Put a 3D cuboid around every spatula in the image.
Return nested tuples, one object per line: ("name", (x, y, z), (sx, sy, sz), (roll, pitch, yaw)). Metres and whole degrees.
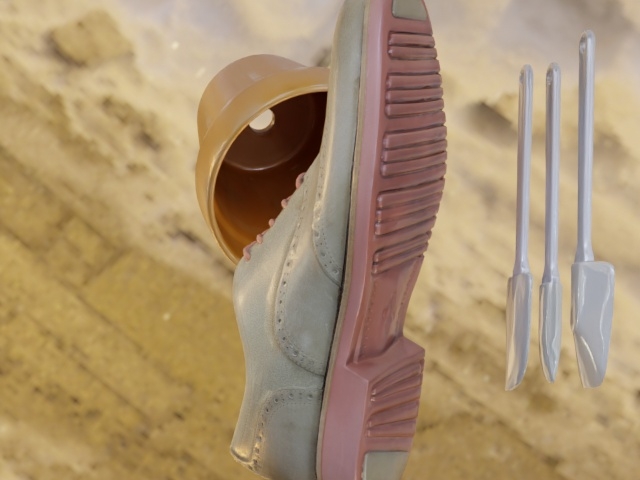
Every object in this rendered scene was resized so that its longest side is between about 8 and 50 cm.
("spatula", (0.166, -0.017, 1.135), (0.019, 0.242, 0.168), (5, 173, -12))

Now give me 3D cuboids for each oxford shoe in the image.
("oxford shoe", (0.000, 0.000, 1.202), (0.146, 0.140, 0.397), (10, 96, 26))

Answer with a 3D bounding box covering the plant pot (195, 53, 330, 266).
("plant pot", (-0.033, -0.088, 1.567), (0.205, 0.205, 0.188), (63, 176, -33))
